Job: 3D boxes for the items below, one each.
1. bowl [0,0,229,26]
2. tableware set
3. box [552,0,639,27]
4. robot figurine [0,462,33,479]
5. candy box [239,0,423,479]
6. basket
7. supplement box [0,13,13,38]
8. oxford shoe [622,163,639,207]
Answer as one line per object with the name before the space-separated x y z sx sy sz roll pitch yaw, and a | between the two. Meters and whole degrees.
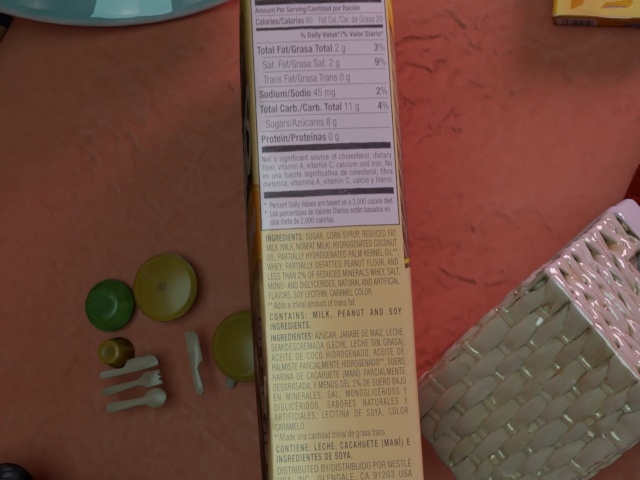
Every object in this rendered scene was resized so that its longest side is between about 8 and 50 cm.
bowl | -0.146 -0.291 0.738 0.311 0.311 0.163 -10 63 12
tableware set | -0.089 0.057 0.814 0.154 0.024 0.104 -16 79 12
box | 0.197 -0.208 0.766 0.081 0.028 0.136 5 84 13
robot figurine | -0.220 0.275 0.752 0.278 0.209 0.173 -15 119 11
candy box | 0.000 0.000 0.699 0.087 0.183 0.316 -3 81 -5
basket | 0.141 0.075 0.678 0.113 0.103 0.167 51 133 12
supplement box | -0.289 -0.153 0.857 0.083 0.056 0.083 32 93 13
oxford shoe | 0.272 -0.078 0.716 0.098 0.097 0.271 24 98 -4
